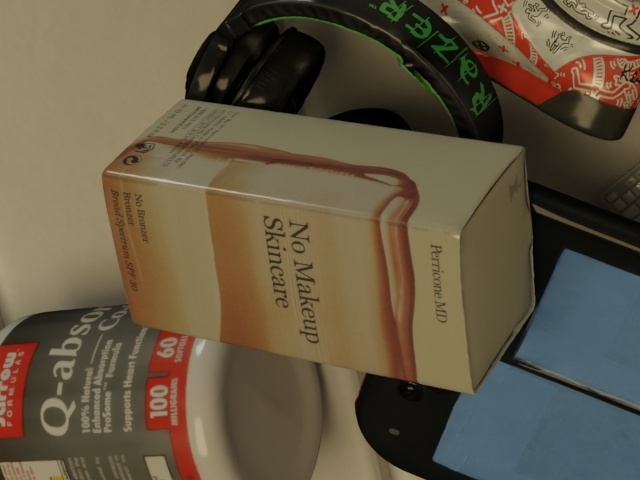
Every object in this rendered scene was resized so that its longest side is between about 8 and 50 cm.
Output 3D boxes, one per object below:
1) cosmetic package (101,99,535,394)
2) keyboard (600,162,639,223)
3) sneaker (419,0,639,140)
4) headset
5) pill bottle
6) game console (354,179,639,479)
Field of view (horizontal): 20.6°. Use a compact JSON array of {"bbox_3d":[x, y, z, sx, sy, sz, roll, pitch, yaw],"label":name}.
[{"bbox_3d":[0.000,0.000,1.327,0.296,0.129,0.153,8,125,26],"label":"cosmetic package"},{"bbox_3d":[0.334,-0.083,1.388,0.072,0.014,0.256,47,125,-1],"label":"keyboard"},{"bbox_3d":[0.152,-0.200,1.386,0.270,0.090,0.145,31,108,22],"label":"sneaker"},{"bbox_3d":[-0.027,-0.067,1.454,0.243,0.185,0.394,43,145,-13],"label":"headset"},{"bbox_3d":[-0.200,0.166,1.654,0.363,0.210,0.210,-7,110,29],"label":"pill bottle"},{"bbox_3d":[0.237,0.124,1.431,0.386,0.060,0.342,21,137,4],"label":"game console"}]
